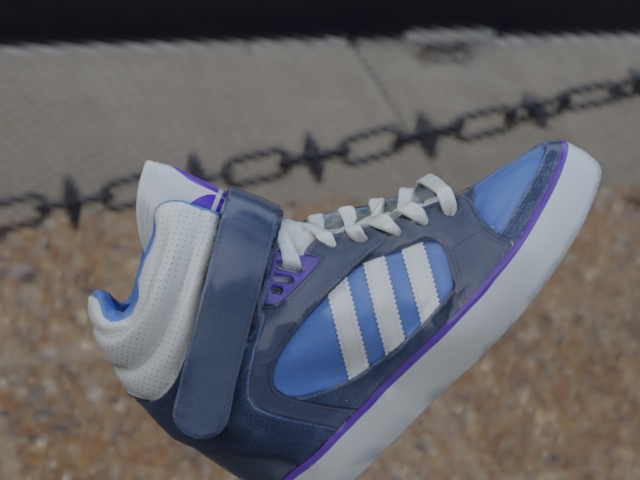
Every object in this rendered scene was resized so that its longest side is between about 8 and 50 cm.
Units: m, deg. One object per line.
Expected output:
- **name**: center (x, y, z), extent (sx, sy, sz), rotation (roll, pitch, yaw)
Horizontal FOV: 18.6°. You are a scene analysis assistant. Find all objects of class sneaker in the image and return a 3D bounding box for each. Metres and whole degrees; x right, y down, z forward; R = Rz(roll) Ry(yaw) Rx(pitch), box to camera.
- **sneaker**: center (0.000, 0.000, 1.280), extent (0.236, 0.323, 0.130), rotation (42, 3, -8)
